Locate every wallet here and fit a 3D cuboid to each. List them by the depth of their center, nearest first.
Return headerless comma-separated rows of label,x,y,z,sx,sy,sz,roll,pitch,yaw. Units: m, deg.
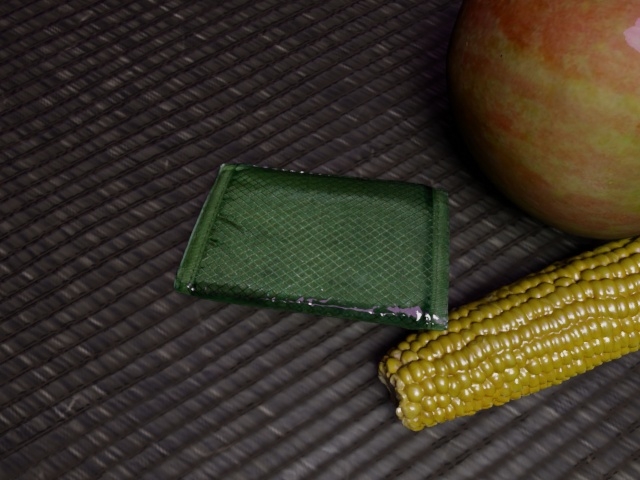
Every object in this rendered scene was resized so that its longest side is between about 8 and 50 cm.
wallet,0.000,0.002,0.471,0.236,0.055,0.160,7,49,7

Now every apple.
apple,0.229,-0.138,0.427,0.234,0.256,0.256,31,77,22

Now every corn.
corn,0.201,0.076,0.445,0.311,0.101,0.101,-23,75,1
